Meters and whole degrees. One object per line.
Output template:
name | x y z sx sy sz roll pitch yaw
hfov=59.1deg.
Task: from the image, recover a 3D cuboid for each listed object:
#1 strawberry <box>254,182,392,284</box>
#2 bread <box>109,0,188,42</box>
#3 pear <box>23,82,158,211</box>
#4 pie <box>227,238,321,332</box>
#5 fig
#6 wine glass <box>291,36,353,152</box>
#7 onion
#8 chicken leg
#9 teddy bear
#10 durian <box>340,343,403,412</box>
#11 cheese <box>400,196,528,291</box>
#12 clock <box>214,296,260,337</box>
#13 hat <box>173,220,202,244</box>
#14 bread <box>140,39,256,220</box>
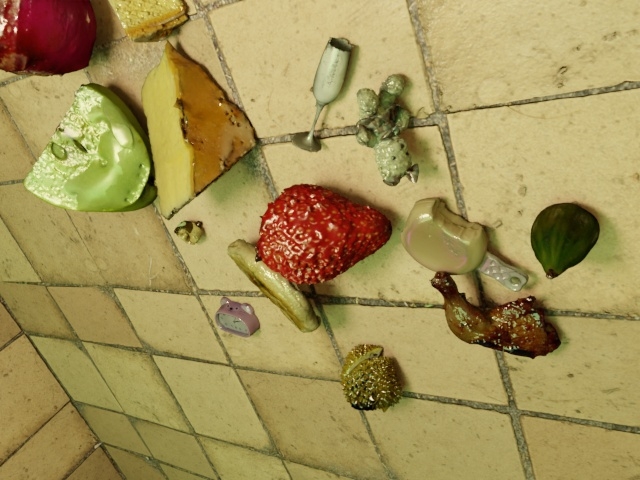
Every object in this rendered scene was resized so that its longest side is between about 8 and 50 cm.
strawberry | 0.001 -0.004 1.288 0.257 0.261 0.261 33 136 23
bread | -0.393 -0.520 1.260 0.127 0.152 0.147 -21 106 35
pear | -0.584 -0.217 1.564 0.318 0.238 0.342 36 103 -12
pie | -0.123 0.119 1.506 0.337 0.075 0.337 44 170 10
fig | 0.439 0.013 1.044 0.117 0.178 0.117 24 151 14
wine glass | 0.006 -0.306 1.190 0.074 0.074 0.262 33 135 11
onion | -0.717 -0.599 1.308 0.398 0.398 0.421 24 109 19
chicken leg | 0.377 0.172 1.237 0.322 0.083 0.178 16 130 4
teddy bear | 0.122 -0.213 1.135 0.111 0.133 0.213 16 126 61
durian | 0.134 0.420 1.592 0.193 0.138 0.238 -6 119 38
cheese | 0.310 0.020 1.211 0.286 0.082 0.163 28 136 11
clock | -0.275 0.248 1.817 0.152 0.050 0.110 11 127 29
hat | -0.389 -0.030 1.686 0.076 0.059 0.077 39 144 -19
bread | -0.352 -0.245 1.357 0.315 0.279 0.248 42 144 -15
